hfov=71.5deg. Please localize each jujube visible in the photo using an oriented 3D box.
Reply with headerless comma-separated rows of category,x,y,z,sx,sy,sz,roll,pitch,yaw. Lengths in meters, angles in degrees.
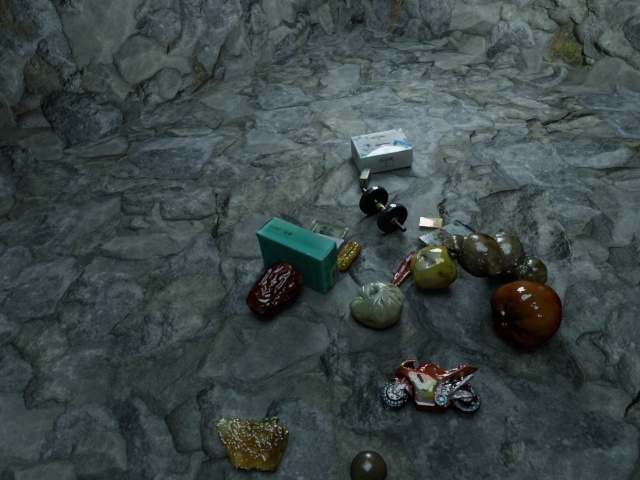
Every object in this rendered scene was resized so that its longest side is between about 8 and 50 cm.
jujube,-0.172,0.184,1.665,0.155,0.155,0.230,26,61,29

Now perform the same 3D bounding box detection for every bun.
bun,0.199,0.216,1.597,0.193,0.127,0.178,12,48,22

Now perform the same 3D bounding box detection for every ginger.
ginger,0.631,0.058,1.626,0.376,0.176,0.256,13,34,-20

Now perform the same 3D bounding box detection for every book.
book,0.544,-0.006,1.843,0.231,0.026,0.157,-23,46,-24

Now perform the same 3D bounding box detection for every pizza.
pizza,-0.202,0.593,1.303,0.227,0.069,0.147,-3,65,8

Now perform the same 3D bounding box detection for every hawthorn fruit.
hawthorn fruit,0.695,0.225,1.476,0.261,0.224,0.224,-18,43,-34

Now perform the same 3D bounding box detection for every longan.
longan,0.132,0.630,1.204,0.113,0.092,0.113,13,65,-30

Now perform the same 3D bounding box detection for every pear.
pear,0.419,0.104,1.658,0.178,0.178,0.178,-3,44,3

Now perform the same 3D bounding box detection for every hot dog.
hot dog,0.106,0.063,1.823,0.071,0.045,0.165,22,51,25

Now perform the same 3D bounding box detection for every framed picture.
framed picture,0.000,0.000,1.925,0.173,0.010,0.231,15,48,21

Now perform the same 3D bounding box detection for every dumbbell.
dumbbell,0.272,-0.136,1.940,0.143,0.143,0.325,-23,46,-17

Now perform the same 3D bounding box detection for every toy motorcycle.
toy motorcycle,0.338,0.445,1.368,0.298,0.089,0.171,2,44,8

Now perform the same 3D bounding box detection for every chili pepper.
chili pepper,0.342,0.106,1.753,0.059,0.050,0.268,50,59,-8

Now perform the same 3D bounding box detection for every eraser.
eraser,0.015,0.018,1.868,0.150,0.023,0.104,14,45,29

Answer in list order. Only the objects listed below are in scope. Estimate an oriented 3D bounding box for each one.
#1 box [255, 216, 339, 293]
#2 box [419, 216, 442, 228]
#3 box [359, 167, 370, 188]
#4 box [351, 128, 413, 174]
box,-0.086,0.055,1.742,0.312,0.205,0.118,21,49,26
box,0.482,-0.076,1.943,0.093,0.015,0.058,6,44,13
box,0.218,-0.307,2.181,0.045,0.062,0.098,6,47,14
box,0.312,-0.457,2.285,0.275,0.116,0.203,-11,43,-4
